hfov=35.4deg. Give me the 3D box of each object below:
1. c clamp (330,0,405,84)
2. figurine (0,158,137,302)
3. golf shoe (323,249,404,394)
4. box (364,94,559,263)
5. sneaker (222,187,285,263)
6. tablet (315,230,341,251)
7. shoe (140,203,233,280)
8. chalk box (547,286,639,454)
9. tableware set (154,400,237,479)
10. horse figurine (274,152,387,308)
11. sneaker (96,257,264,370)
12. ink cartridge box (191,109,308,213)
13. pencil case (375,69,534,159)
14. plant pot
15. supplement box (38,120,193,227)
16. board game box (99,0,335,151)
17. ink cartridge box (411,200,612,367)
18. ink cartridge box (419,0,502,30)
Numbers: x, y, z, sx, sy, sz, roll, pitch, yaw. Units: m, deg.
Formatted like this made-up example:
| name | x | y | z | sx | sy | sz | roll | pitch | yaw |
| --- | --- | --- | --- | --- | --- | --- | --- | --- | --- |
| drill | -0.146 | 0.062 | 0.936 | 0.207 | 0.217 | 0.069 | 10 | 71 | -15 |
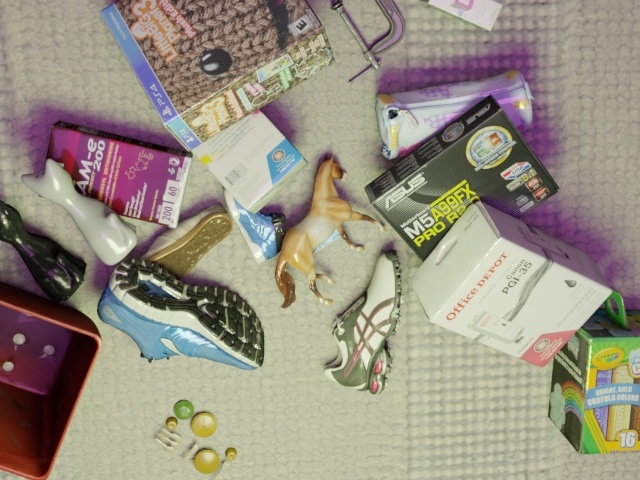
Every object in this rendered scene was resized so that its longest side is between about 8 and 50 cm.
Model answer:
| name | x | y | z | sx | sy | sz | roll | pitch | yaw |
| --- | --- | --- | --- | --- | --- | --- | --- | --- | --- |
| c clamp | 0.074 | -0.374 | 1.747 | 0.137 | 0.022 | 0.161 | -29 | 105 | 0 |
| figurine | -0.443 | -0.024 | 1.678 | 0.215 | 0.092 | 0.209 | -33 | 117 | 25 |
| golf shoe | 0.084 | 0.146 | 1.826 | 0.120 | 0.105 | 0.273 | 10 | 101 | -2 |
| box | 0.246 | -0.089 | 1.735 | 0.270 | 0.060 | 0.216 | -36 | 125 | 12 |
| sneaker | -0.108 | -0.042 | 1.782 | 0.084 | 0.058 | 0.152 | -27 | 101 | -3 |
| tablet | -0.006 | -0.012 | 1.826 | 0.083 | 0.006 | 0.054 | -32 | 104 | 0 |
| shoe | -0.249 | 0.013 | 1.783 | 0.219 | 0.058 | 0.076 | -36 | 132 | 6 |
| chalk box | 0.543 | 0.226 | 1.856 | 0.179 | 0.180 | 0.289 | 1 | 104 | -7 |
| tableware set | -0.225 | 0.372 | 1.879 | 0.154 | 0.024 | 0.104 | 37 | 93 | -12 |
| horse figurine | 0.000 | 0.000 | 1.779 | 0.174 | 0.066 | 0.263 | 45 | 77 | -29 |
| sneaker | -0.245 | 0.150 | 1.786 | 0.330 | 0.130 | 0.147 | 28 | 131 | -23 |
| ink cartridge box | -0.148 | -0.174 | 1.716 | 0.134 | 0.078 | 0.231 | -43 | 82 | 3 |
| pencil case | 0.228 | -0.223 | 1.748 | 0.273 | 0.124 | 0.113 | -11 | 64 | -6 |
| plant pot | -0.528 | 0.204 | 1.694 | 0.267 | 0.236 | 0.267 | 22 | 98 | -11 |
| supplement box | -0.351 | -0.114 | 1.729 | 0.239 | 0.073 | 0.130 | 13 | 101 | -8 |
| board game box | -0.163 | -0.329 | 1.621 | 0.291 | 0.141 | 0.232 | -32 | 75 | 1 |
| ink cartridge box | 0.334 | 0.083 | 1.770 | 0.283 | 0.117 | 0.207 | 23 | 117 | -29 |
| ink cartridge box | 0.238 | -0.409 | 1.724 | 0.122 | 0.088 | 0.052 | 22 | 102 | -11 |
